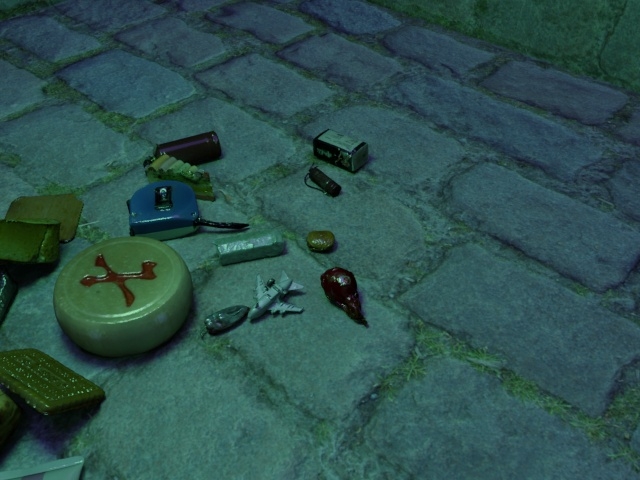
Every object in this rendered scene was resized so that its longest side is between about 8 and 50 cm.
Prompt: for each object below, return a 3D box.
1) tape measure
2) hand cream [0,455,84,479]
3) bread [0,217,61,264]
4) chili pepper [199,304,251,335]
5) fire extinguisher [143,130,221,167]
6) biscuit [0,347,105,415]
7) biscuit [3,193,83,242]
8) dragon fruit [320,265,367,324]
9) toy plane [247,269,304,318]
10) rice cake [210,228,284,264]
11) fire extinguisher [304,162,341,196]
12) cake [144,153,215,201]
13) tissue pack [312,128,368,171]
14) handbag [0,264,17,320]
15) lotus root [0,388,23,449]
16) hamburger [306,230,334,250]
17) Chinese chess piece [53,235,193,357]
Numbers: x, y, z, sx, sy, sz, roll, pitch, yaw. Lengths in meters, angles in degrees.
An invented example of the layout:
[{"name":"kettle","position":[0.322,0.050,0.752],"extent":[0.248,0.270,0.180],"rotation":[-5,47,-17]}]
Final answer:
[{"name":"tape measure","position":[-0.404,-0.097,1.829],"extent":[0.350,0.098,0.215],"rotation":[-8,43,-12]},{"name":"hand cream","position":[-0.533,0.555,1.094],"extent":[0.185,0.118,0.359],"rotation":[-10,37,-12]},{"name":"bread","position":[-0.835,0.001,1.624],"extent":[0.185,0.124,0.257],"rotation":[2,3,30]},{"name":"chili pepper","position":[-0.241,0.198,1.539],"extent":[0.153,0.041,0.050],"rotation":[-22,89,-23]},{"name":"fire extinguisher","position":[-0.475,-0.295,2.042],"extent":[0.268,0.105,0.105],"rotation":[-18,45,-21]},{"name":"biscuit","position":[-0.623,0.307,1.348],"extent":[0.254,0.029,0.172],"rotation":[23,7,22]},{"name":"biscuit","position":[-0.854,-0.068,1.849],"extent":[0.231,0.013,0.237],"rotation":[-4,43,-5]},{"name":"dragon fruit","position":[0.070,0.137,1.577],"extent":[0.094,0.094,0.190],"rotation":[-24,52,-25]},{"name":"toy plane","position":[-0.127,0.147,1.582],"extent":[0.162,0.066,0.171],"rotation":[37,47,20]},{"name":"rice cake","position":[-0.203,0.018,1.722],"extent":[0.206,0.063,0.069],"rotation":[-13,49,-13]},{"name":"fire extinguisher","position":[-0.001,-0.195,1.979],"extent":[0.078,0.045,0.157],"rotation":[-41,54,-10]},{"name":"cake","position":[-0.436,-0.202,1.931],"extent":[0.225,0.110,0.090],"rotation":[10,42,11]},{"name":"tissue pack","position":[0.069,-0.310,2.071],"extent":[0.170,0.091,0.103],"rotation":[25,47,28]},{"name":"handbag","position":[-0.928,0.139,1.577],"extent":[0.270,0.089,0.175],"rotation":[8,50,8]},{"name":"lotus root","position":[-0.754,0.396,1.213],"extent":[0.193,0.193,0.291],"rotation":[18,45,18]},{"name":"hamburger","position":[0.000,0.000,1.759],"extent":[0.083,0.044,0.076],"rotation":[0,43,-5]},{"name":"Chinese chess piece","position":[-0.494,0.137,1.530],"extent":[0.337,0.141,0.338],"rotation":[0,43,0]}]
